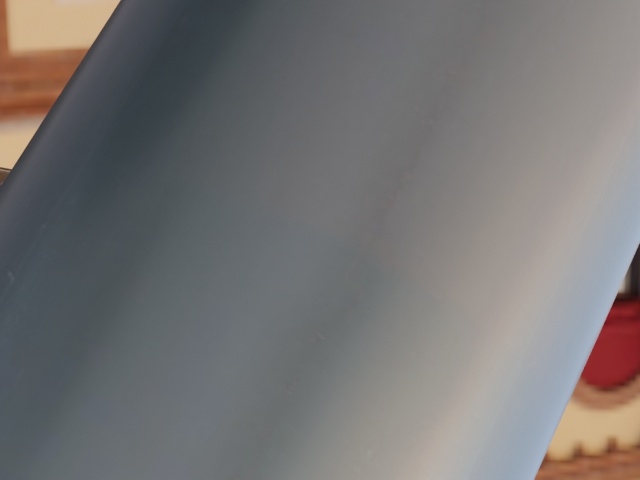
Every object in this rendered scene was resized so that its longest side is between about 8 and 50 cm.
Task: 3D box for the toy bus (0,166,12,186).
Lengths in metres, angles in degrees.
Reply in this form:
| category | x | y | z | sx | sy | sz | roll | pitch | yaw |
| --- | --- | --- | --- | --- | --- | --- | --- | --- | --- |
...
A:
| category | x | y | z | sx | sy | sz | roll | pitch | yaw |
| --- | --- | --- | --- | --- | --- | --- | --- | --- | --- |
| toy bus | -0.244 | 0.007 | 1.245 | 0.210 | 0.126 | 0.136 | 8 | -162 | -17 |

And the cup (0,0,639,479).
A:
| category | x | y | z | sx | sy | sz | roll | pitch | yaw |
| --- | --- | --- | --- | --- | --- | --- | --- | --- | --- |
| cup | 0.000 | 0.000 | 0.666 | 0.205 | 0.205 | 0.312 | 12 | -116 | 38 |
